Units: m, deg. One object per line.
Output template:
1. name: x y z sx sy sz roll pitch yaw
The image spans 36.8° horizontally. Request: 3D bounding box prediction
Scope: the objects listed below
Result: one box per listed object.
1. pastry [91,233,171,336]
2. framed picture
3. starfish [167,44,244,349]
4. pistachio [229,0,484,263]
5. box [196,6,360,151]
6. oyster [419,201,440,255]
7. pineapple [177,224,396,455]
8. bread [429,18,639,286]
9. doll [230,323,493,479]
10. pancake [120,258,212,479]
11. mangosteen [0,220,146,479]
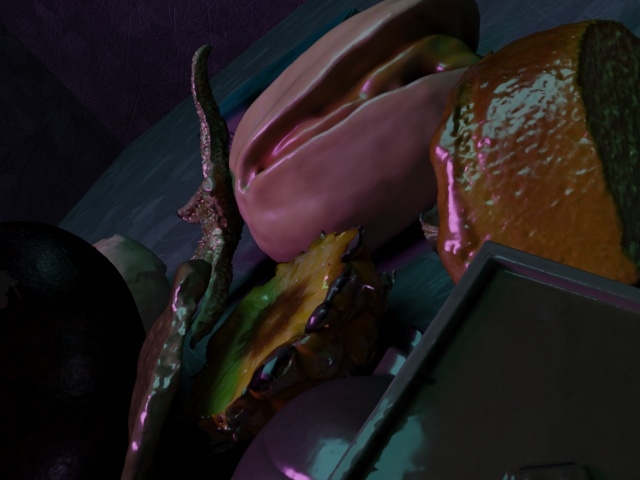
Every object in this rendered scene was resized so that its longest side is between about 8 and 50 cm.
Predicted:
1. pastry: -0.309 0.111 1.256 0.265 0.133 0.265 -43 14 14
2. framed picture: 0.085 0.114 0.366 0.184 0.016 0.250 18 57 32
3. starfish: -0.122 -0.007 1.048 0.347 0.078 0.358 113 157 -46
4. pistachio: 0.040 -0.088 0.869 0.299 0.187 0.187 -34 19 25
5. box: -0.009 -0.142 1.136 0.245 0.153 0.092 -26 24 41
6. oyster: 0.117 -0.011 0.762 0.083 0.038 0.081 -24 16 -32
7. pineapple: -0.020 0.080 0.744 0.225 0.076 0.225 -45 14 14
8. bread: 0.146 -0.064 0.622 0.129 0.134 0.260 -27 23 41
9. doll: -0.007 0.160 0.460 0.257 0.117 0.182 -42 25 -7
10. pancake: -0.135 0.126 0.790 0.222 0.042 0.236 123 159 -63
11. mangosteen: -0.313 0.130 0.917 0.300 0.300 0.300 -39 17 14
